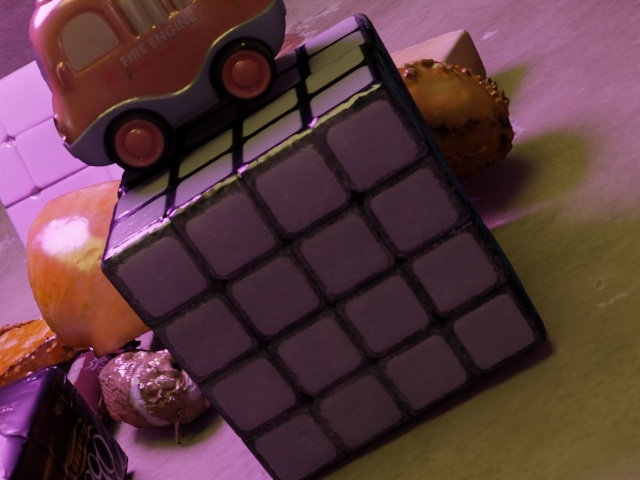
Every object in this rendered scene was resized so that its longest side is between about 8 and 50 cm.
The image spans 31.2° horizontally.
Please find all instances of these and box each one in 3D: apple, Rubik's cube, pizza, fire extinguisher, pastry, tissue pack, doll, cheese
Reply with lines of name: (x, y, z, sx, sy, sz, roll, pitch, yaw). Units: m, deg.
apple: (-0.257, 0.041, 1.630, 0.309, 0.314, 0.252, -14, -56, -75)
Rubik's cube: (0.000, 0.000, 1.273, 0.343, 0.344, 0.337, -31, 23, 9)
pizza: (-0.478, 0.182, 1.871, 0.287, 0.074, 0.251, -36, 24, -10)
fire extinguisher: (-0.309, 0.213, 1.624, 0.252, 0.106, 0.075, -88, 20, -64)
pastry: (0.102, -0.153, 1.550, 0.310, 0.255, 0.162, -19, 69, 40)
tissue pack: (-0.364, 0.325, 1.277, 0.210, 0.198, 0.370, -30, 23, 14)
Rubik's cube: (-0.421, -0.195, 2.146, 0.318, 0.316, 0.322, -24, 8, 21)
doll: (-0.228, 0.187, 1.488, 0.221, 0.105, 0.115, 7, 70, 47)
cheese: (0.109, -0.204, 1.814, 0.265, 0.124, 0.242, -14, 33, 35)

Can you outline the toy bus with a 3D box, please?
toy bus: (-0.186, -0.224, 1.234, 0.287, 0.232, 0.194, -30, 24, 3)
